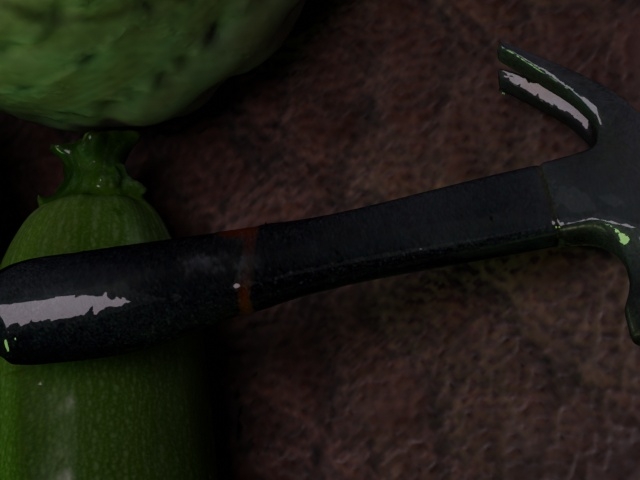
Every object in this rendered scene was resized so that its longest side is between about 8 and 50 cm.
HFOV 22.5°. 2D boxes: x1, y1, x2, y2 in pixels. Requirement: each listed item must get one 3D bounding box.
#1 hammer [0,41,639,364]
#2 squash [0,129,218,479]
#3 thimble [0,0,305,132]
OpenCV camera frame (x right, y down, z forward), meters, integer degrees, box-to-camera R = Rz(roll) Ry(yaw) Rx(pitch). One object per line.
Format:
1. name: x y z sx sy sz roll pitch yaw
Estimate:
1. hammer: 0.000 0.000 0.659 0.289 0.037 0.137 -10 62 1
2. squash: -0.093 0.132 0.688 0.107 0.107 0.395 -15 66 25
3. thimble: -0.111 -0.207 0.753 0.291 0.195 0.291 -10 69 27
